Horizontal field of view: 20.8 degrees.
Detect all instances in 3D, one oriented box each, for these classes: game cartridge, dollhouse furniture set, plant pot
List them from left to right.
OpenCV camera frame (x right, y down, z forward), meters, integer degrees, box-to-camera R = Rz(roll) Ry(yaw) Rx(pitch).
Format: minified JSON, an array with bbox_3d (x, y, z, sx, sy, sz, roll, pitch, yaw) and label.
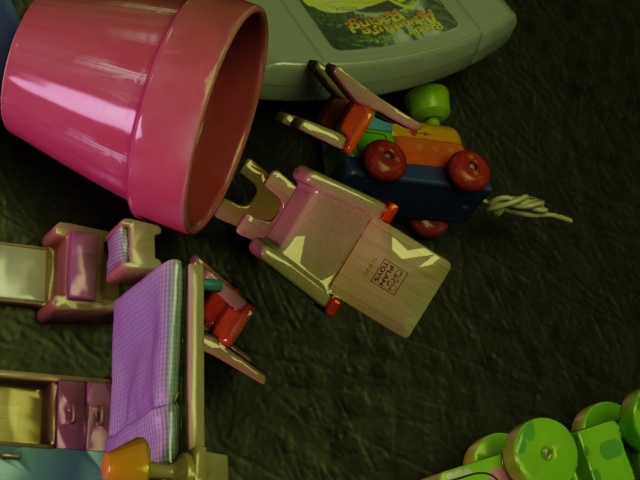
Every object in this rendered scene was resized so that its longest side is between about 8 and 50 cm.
[{"bbox_3d":[-0.204,0.086,1.328,0.198,0.303,0.286,8,70,-24],"label":"dollhouse furniture set"},{"bbox_3d":[-0.160,-0.125,1.463,0.180,0.201,0.201,18,64,7],"label":"plant pot"},{"bbox_3d":[0.000,0.000,1.449,0.135,0.259,0.262,31,90,-14],"label":"dollhouse furniture set"},{"bbox_3d":[0.032,-0.222,1.647,0.294,0.060,0.196,-16,59,-29],"label":"game cartridge"}]

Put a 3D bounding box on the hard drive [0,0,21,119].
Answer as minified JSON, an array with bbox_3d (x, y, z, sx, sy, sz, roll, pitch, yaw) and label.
[{"bbox_3d":[-0.353,-0.194,1.386,0.210,0.040,0.319,-50,138,-29],"label":"hard drive"}]

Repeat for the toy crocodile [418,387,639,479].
[{"bbox_3d":[0.238,0.208,1.607,0.340,0.115,0.105,-12,79,-28],"label":"toy crocodile"}]

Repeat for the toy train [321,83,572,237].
[{"bbox_3d":[0.117,-0.086,1.664,0.248,0.105,0.143,6,58,-24],"label":"toy train"}]
